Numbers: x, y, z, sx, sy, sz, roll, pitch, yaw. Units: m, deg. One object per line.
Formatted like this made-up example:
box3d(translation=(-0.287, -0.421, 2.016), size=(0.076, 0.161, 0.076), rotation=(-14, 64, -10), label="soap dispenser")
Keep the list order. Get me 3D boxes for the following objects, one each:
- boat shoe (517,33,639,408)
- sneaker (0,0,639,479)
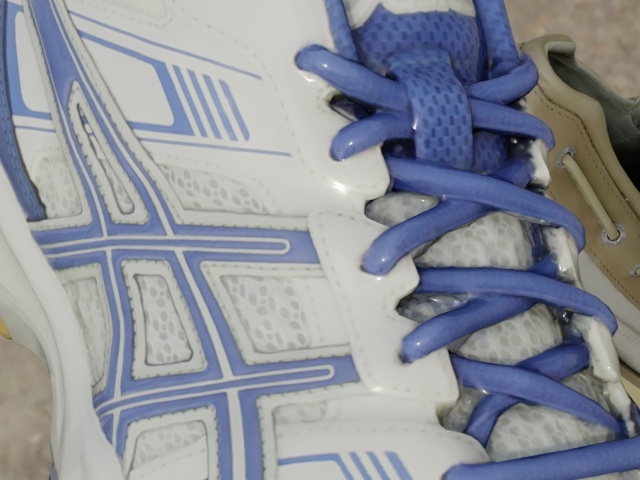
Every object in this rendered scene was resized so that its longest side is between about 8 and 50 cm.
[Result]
box3d(translation=(0.146, -0.001, 0.790), size=(0.103, 0.302, 0.113), rotation=(-39, 54, 26), label="boat shoe")
box3d(translation=(0.000, 0.000, 0.352), size=(0.296, 0.111, 0.131), rotation=(46, 124, 35), label="sneaker")
